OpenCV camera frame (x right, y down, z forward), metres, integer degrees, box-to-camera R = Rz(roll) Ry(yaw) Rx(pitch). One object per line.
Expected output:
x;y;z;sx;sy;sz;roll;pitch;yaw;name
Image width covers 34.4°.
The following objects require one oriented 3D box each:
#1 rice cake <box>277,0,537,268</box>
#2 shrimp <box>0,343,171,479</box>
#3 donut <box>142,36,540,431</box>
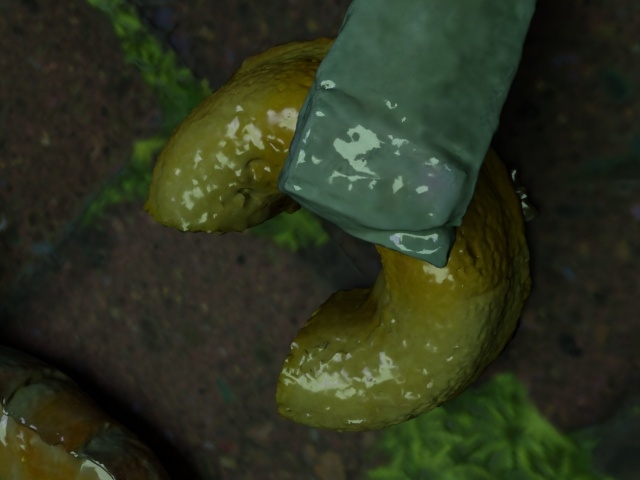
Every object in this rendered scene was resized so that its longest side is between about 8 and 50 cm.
0.046;-0.094;0.373;0.069;0.063;0.206;19;77;0;rice cake
-0.191;0.122;0.564;0.317;0.062;0.164;32;116;16;shrimp
0.010;-0.003;0.442;0.146;0.078;0.181;-29;89;27;donut
